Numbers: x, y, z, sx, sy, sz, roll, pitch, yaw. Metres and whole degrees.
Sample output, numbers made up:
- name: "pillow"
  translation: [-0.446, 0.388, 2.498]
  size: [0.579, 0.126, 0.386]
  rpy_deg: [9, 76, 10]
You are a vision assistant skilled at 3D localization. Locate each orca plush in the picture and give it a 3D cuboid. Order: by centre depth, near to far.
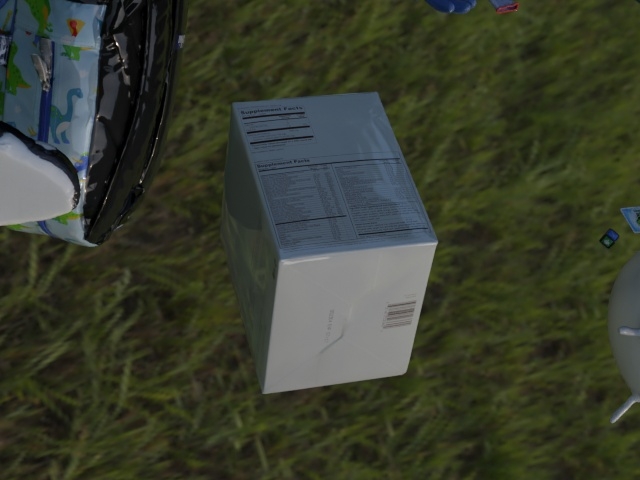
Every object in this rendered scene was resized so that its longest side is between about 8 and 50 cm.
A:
- name: "orca plush"
  translation: [-0.369, -0.076, 1.286]
  size: [0.102, 0.287, 0.151]
  rpy_deg: [-90, 172, -58]

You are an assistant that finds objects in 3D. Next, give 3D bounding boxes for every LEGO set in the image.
- name: "LEGO set"
  translation: [0.555, 0.027, 2.173]
  size: [0.244, 0.060, 0.182]
  rpy_deg: [-6, 58, -34]

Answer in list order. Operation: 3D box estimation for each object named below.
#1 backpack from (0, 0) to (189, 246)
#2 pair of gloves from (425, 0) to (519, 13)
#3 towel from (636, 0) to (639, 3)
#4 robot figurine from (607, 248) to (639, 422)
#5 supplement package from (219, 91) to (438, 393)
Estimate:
- name: "backpack"
  translation: [-0.282, -0.172, 1.582]
  size: [0.290, 0.273, 0.355]
  rpy_deg: [-59, 149, -70]
- name: "pair of gloves"
  translation: [0.151, -0.321, 1.631]
  size: [0.198, 0.023, 0.159]
  rpy_deg: [-16, 51, -45]
- name: "towel"
  translation: [0.590, -0.323, 1.674]
  size: [0.370, 0.271, 0.040]
  rpy_deg: [32, 1, -8]
- name: "robot figurine"
  translation: [0.423, 0.062, 1.288]
  size: [0.353, 0.200, 0.300]
  rpy_deg: [-22, 121, -18]
- name: "supplement package"
  translation: [0.000, 0.000, 1.281]
  size: [0.149, 0.194, 0.203]
  rpy_deg: [-6, 49, -14]
